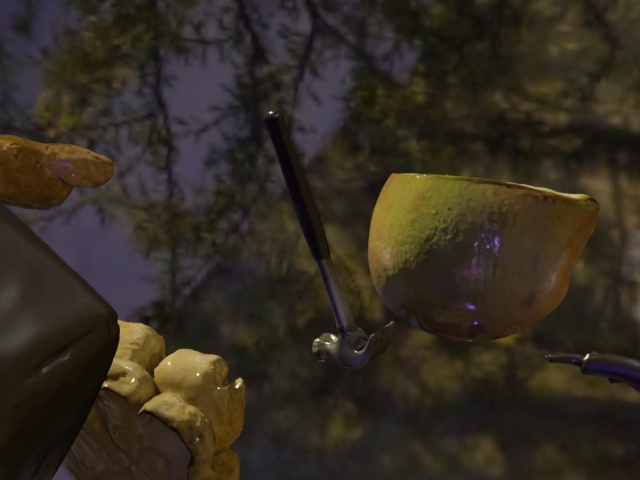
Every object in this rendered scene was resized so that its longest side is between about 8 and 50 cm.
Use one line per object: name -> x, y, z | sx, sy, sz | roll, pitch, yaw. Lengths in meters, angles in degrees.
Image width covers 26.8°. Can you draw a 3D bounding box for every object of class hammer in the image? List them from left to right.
hammer -> 0.000, 0.000, 1.195 | 0.029, 0.103, 0.246 | -28, -72, -34

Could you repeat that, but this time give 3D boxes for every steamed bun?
steamed bun -> -0.136, 0.149, 1.085 | 0.106, 0.192, 0.177 | -36, -34, -40

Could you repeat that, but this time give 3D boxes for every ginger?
ginger -> -0.335, -0.074, 1.459 | 0.205, 0.115, 0.081 | 4, -86, -37

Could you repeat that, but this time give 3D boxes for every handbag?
handbag -> -0.264, 0.048, 0.834 | 0.178, 0.302, 0.275 | -41, -16, -33

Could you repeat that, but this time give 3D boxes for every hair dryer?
hair dryer -> 0.447, 0.233, 1.956 | 0.235, 0.272, 0.091 | -67, -24, -1

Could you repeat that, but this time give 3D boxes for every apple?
apple -> 0.161, 0.015, 1.517 | 0.120, 0.265, 0.193 | 24, -102, -61
